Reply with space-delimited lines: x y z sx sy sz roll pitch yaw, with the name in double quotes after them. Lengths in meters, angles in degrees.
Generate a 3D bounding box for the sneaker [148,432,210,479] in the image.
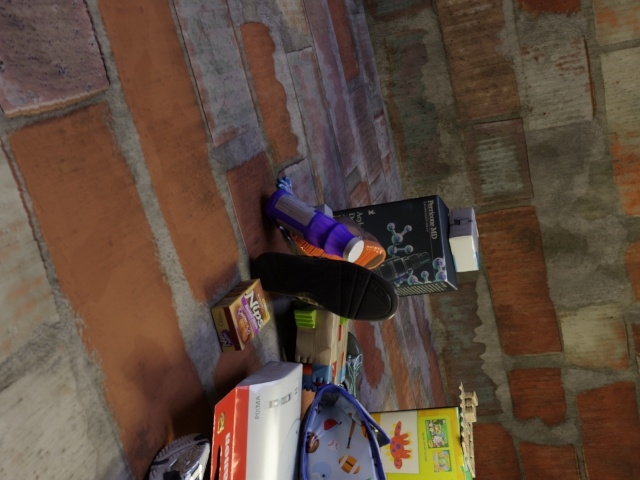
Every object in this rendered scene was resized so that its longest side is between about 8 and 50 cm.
-0.248 0.473 1.250 0.235 0.094 0.153 -78 160 -61 "sneaker"

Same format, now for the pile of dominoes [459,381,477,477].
0.486 0.602 2.244 0.196 0.040 0.251 64 24 -44 "pile of dominoes"

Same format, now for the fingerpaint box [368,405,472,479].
0.295 0.770 2.243 0.163 0.371 0.444 29 53 -68 "fingerpaint box"

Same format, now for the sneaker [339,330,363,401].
0.076 0.411 2.191 0.106 0.101 0.267 35 49 -62 "sneaker"

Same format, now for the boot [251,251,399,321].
0.036 0.116 1.835 0.284 0.378 0.138 13 87 -76 "boot"

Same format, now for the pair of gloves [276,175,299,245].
-0.089 -0.088 2.051 0.159 0.023 0.198 43 43 -62 "pair of gloves"

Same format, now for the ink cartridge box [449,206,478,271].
0.489 -0.005 2.372 0.190 0.082 0.139 -73 150 -56 "ink cartridge box"

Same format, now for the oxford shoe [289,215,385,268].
0.036 -0.014 2.109 0.364 0.130 0.132 23 32 -41 "oxford shoe"

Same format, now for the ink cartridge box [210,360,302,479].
-0.127 0.443 1.467 0.385 0.091 0.307 -13 106 -78 "ink cartridge box"

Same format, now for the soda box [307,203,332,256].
0.000 0.000 2.197 0.074 0.069 0.216 38 47 -64 "soda box"

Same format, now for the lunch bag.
0.051 0.562 1.742 0.328 0.239 0.385 101 -21 -70 "lunch bag"

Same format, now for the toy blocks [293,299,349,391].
0.008 0.308 1.965 0.381 0.191 0.260 -1 95 -79 "toy blocks"

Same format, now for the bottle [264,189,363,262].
-0.015 -0.036 1.861 0.092 0.283 0.118 -59 154 0 "bottle"

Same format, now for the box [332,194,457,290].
0.241 0.037 2.374 0.212 0.396 0.293 31 52 -67 "box"

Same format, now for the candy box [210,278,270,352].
-0.182 0.170 1.624 0.186 0.053 0.109 -49 127 -67 "candy box"
